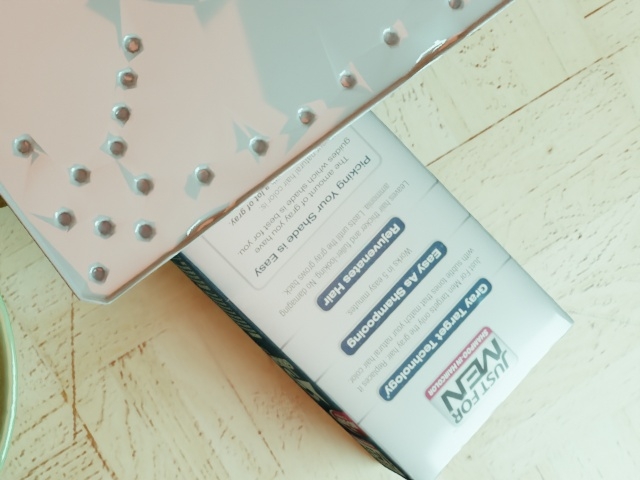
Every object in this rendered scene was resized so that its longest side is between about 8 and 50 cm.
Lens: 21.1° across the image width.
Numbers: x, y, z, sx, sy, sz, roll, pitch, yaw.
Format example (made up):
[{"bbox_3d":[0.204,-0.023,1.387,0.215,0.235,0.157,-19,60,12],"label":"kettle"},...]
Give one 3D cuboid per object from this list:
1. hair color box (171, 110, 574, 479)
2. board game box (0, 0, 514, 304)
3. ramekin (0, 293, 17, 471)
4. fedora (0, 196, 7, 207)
[{"bbox_3d":[0.000,0.000,1.260,0.347,0.105,0.174,45,81,-11],"label":"hair color box"},{"bbox_3d":[-0.115,-0.222,1.150,0.390,0.050,0.390,-37,98,-12],"label":"board game box"},{"bbox_3d":[-0.359,0.090,1.147,0.303,0.148,0.303,0,91,-15],"label":"ramekin"},{"bbox_3d":[-0.284,-0.092,1.179,0.079,0.194,0.194,-34,101,25],"label":"fedora"}]
